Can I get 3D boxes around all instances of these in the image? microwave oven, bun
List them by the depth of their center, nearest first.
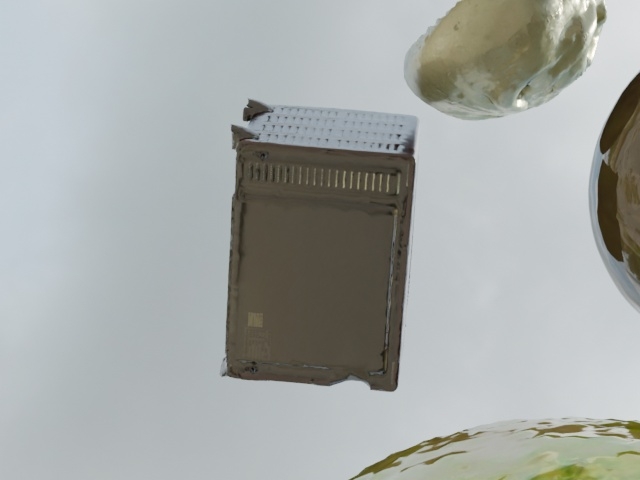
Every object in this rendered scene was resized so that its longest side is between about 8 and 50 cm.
[{"bbox_3d":[0.187,-0.192,1.558,0.231,0.231,0.133,-41,-89,20],"label":"bun"},{"bbox_3d":[0.002,0.001,1.575,0.178,0.188,0.247,4,-71,1],"label":"microwave oven"}]

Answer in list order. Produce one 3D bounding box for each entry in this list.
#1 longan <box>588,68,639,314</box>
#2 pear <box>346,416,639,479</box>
[{"bbox_3d":[0.385,-0.050,1.389,0.319,0.319,0.319,-15,-116,34],"label":"longan"},{"bbox_3d":[0.103,0.225,0.519,0.391,0.391,0.391,-15,-116,34],"label":"pear"}]
